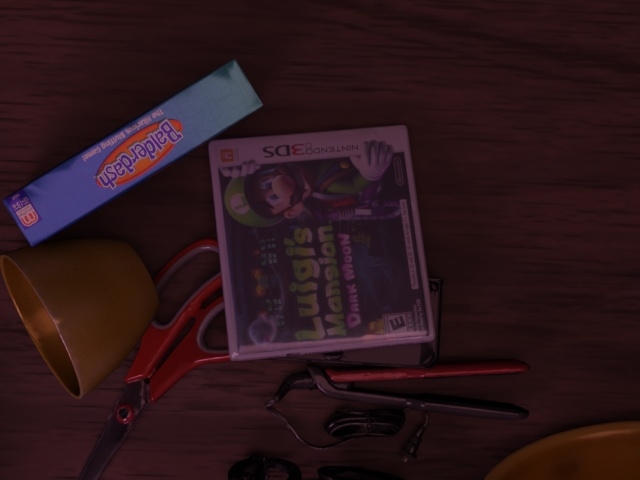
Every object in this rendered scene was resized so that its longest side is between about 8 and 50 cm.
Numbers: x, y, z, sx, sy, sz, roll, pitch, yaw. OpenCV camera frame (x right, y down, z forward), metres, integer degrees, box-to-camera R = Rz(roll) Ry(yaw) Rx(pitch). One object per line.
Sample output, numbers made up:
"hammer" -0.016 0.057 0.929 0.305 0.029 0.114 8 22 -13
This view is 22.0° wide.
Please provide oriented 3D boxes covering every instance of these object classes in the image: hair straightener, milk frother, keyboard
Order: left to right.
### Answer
"milk frother" -0.008 0.259 1.401 0.143 0.129 0.135 11 92 38
"keyboard" 0.014 0.051 1.408 0.180 0.023 0.108 3 87 1
"hair straightener" 0.067 0.149 1.415 0.230 0.047 0.089 -2 93 -4

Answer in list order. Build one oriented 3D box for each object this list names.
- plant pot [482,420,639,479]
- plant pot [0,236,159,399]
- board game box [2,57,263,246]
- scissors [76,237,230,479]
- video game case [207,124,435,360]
"plant pot" 0.263 0.309 1.352 0.254 0.254 0.239 -11 109 -4
"plant pot" -0.190 0.049 1.357 0.095 0.134 0.134 -29 95 -19
"board game box" -0.149 -0.072 1.330 0.210 0.160 0.047 -32 95 -2
"scissors" -0.163 0.126 1.410 0.297 0.021 0.109 -45 80 9
"video game case" 0.000 0.000 1.384 0.173 0.022 0.190 -5 76 -7
